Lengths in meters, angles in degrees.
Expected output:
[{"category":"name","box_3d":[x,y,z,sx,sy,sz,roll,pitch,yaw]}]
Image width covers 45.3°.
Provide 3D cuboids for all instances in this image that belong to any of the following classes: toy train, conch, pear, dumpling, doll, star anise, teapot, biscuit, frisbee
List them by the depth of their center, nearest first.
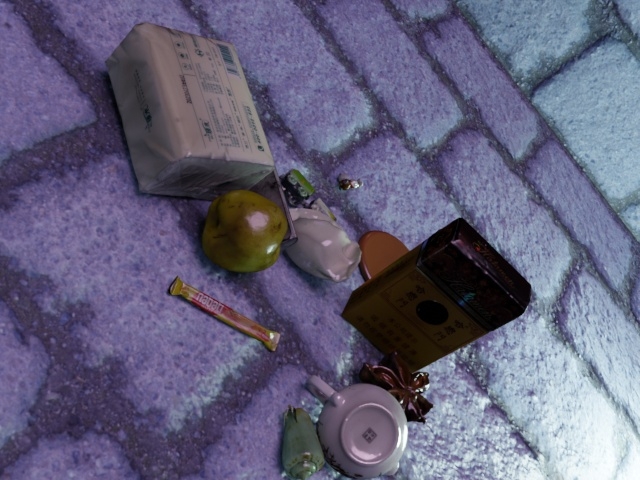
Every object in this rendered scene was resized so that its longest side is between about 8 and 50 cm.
[{"category":"conch","box_3d":[-0.036,0.442,1.669,0.105,0.079,0.170,35,38,-40]},{"category":"biscuit","box_3d":[-0.214,0.167,1.728,0.292,0.026,0.048,32,64,-23]},{"category":"teapot","box_3d":[0.082,0.417,1.742,0.300,0.208,0.166,48,-4,7]},{"category":"pear","box_3d":[-0.172,-0.020,1.774,0.200,0.200,0.200,24,48,-30]},{"category":"star anise","box_3d":[0.180,0.373,1.910,0.220,0.099,0.214,25,33,-22]},{"category":"dumpling","box_3d":[0.000,0.000,1.966,0.252,0.131,0.179,37,48,14]},{"category":"toy train","box_3d":[-0.035,-0.104,2.062,0.202,0.060,0.081,50,34,-7]},{"category":"frisbee","box_3d":[0.202,0.079,2.191,0.250,0.021,0.251,25,46,-30]},{"category":"doll","box_3d":[0.086,-0.166,2.240,0.085,0.040,0.058,22,39,-32]}]

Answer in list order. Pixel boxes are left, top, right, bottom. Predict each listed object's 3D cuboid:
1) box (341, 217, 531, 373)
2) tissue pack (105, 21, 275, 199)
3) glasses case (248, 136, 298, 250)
[{"category":"box","box_3d":[0.282,0.148,1.909,0.264,0.415,0.116,43,41,-12]},{"category":"tissue pack","box_3d":[-0.310,-0.298,1.822,0.297,0.207,0.380,3,61,-45]},{"category":"glasses case","box_3d":[-0.147,-0.114,1.930,0.060,0.114,0.299,31,38,-63]}]
